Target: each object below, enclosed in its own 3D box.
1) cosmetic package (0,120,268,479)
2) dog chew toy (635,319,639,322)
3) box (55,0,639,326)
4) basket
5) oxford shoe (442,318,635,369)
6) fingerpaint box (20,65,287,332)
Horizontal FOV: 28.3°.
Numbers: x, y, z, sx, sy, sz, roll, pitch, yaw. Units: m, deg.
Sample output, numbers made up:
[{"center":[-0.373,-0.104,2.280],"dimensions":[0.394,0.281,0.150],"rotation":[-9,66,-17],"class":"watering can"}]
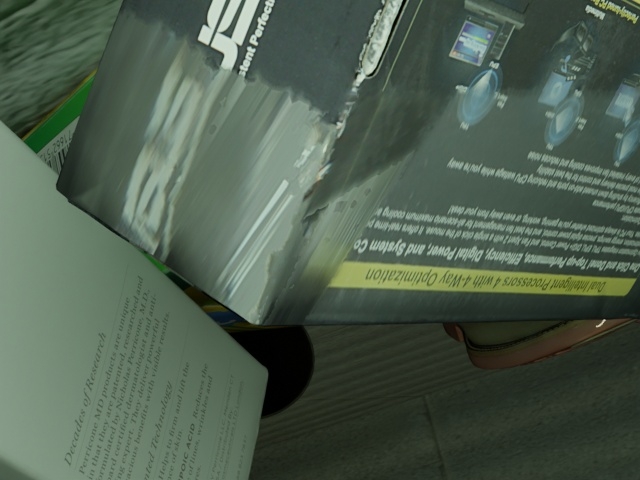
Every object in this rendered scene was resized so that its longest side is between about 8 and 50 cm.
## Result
[{"center":[-0.211,0.062,0.693],"dimensions":[0.217,0.156,0.385],"rotation":[-5,150,27],"class":"cosmetic package"},{"center":[0.390,-0.057,1.192],"dimensions":[0.332,0.206,0.206],"rotation":[-26,164,10],"class":"dog chew toy"},{"center":[0.127,-0.125,0.459],"dimensions":[0.097,0.318,0.395],"rotation":[30,-165,33],"class":"box"},{"center":[-0.152,0.171,1.627],"dimensions":[0.204,0.154,0.227],"rotation":[-2,166,-35],"class":"basket"},{"center":[0.167,0.020,1.133],"dimensions":[0.141,0.146,0.397],"rotation":[-21,-174,-11],"class":"oxford shoe"},{"center":[0.058,-0.067,0.850],"dimensions":[0.371,0.163,0.445],"rotation":[-2,162,-40],"class":"fingerpaint box"}]
